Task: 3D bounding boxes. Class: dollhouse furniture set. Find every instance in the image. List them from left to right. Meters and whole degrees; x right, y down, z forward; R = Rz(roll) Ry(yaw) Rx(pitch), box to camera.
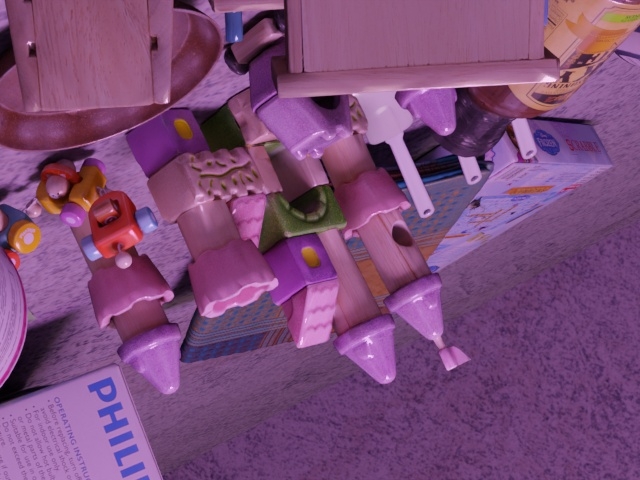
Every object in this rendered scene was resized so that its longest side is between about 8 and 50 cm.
[{"bbox_3d":[-0.019,-0.206,0.878,0.286,0.198,0.303,-4,-162,-5],"label":"dollhouse furniture set"}]

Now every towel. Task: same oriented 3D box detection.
[{"bbox_3d":[0.003,0.022,1.758,0.271,0.040,0.370,-9,155,-22],"label":"towel"}]

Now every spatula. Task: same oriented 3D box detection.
[{"bbox_3d":[0.132,-0.109,1.543,0.168,0.019,0.242,-30,147,1],"label":"spatula"}]

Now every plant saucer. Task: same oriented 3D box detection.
[{"bbox_3d":[-0.146,-0.112,1.060,0.168,0.029,0.168,-22,161,-8],"label":"plant saucer"}]

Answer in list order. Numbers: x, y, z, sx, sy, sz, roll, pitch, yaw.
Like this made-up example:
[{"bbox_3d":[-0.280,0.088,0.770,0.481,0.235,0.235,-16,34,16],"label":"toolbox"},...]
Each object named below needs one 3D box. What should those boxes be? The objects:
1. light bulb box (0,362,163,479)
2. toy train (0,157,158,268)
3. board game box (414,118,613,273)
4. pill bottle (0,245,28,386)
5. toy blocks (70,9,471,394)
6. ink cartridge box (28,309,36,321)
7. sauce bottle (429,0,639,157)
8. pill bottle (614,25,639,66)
[{"bbox_3d":[-0.391,0.305,1.736,0.361,0.225,0.358,-20,180,-29],"label":"light bulb box"},{"bbox_3d":[-0.208,-0.012,1.228,0.166,0.125,0.046,-24,132,10],"label":"toy train"},{"bbox_3d":[0.154,-0.039,1.948,0.318,0.066,0.319,-32,166,26],"label":"board game box"},{"bbox_3d":[-0.293,0.029,1.063,0.160,0.160,0.283,-25,169,-6],"label":"pill bottle"},{"bbox_3d":[0.000,0.000,1.320,0.309,0.260,0.288,-35,165,37],"label":"toy blocks"},{"bbox_3d":[-0.387,0.130,1.565,0.235,0.056,0.171,-23,167,-5],"label":"ink cartridge box"},{"bbox_3d":[0.181,-0.171,1.324,0.111,0.111,0.344,-21,167,-24],"label":"sauce bottle"},{"bbox_3d":[0.289,-0.193,1.344,0.108,0.108,0.180,-24,-160,-12],"label":"pill bottle"}]
